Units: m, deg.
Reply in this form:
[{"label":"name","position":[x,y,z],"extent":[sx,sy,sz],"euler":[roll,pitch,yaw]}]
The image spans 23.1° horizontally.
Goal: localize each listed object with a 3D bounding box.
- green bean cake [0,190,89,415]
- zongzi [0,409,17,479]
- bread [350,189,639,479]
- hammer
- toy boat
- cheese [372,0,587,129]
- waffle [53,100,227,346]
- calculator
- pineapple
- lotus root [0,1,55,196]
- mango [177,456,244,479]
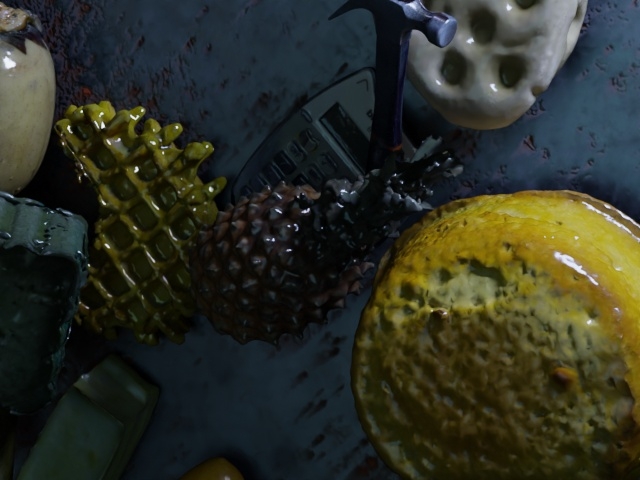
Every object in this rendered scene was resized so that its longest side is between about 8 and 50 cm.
[{"label":"green bean cake","position":[-0.400,0.070,1.809],"extent":[0.241,0.132,0.255],"euler":[9,119,-13]},{"label":"zongzi","position":[-0.396,0.193,1.936],"extent":[0.204,0.094,0.205],"euler":[48,116,36]},{"label":"bread","position":[0.208,0.126,1.627],"extent":[0.358,0.204,0.337],"euler":[-7,105,23]},{"label":"hammer","position":[0.065,-0.133,1.613],"extent":[0.137,0.037,0.290],"euler":[33,139,28]},{"label":"toy boat","position":[-0.303,0.273,1.948],"extent":[0.111,0.084,0.276],"euler":[36,113,9]},{"label":"cheese","position":[0.169,-0.233,1.602],"extent":[0.218,0.117,0.235],"euler":[-11,97,24]},{"label":"waffle","position":[-0.226,-0.009,1.855],"extent":[0.259,0.069,0.293],"euler":[18,110,20]},{"label":"calculator","position":[0.011,-0.063,1.754],"extent":[0.268,0.040,0.177],"euler":[-40,85,27]},{"label":"pineapple","position":[0.000,0.000,1.622],"extent":[0.361,0.175,0.175],"euler":[-27,91,53]},{"label":"lotus root","position":[-0.408,-0.128,1.856],"extent":[0.182,0.183,0.310],"euler":[19,116,18]},{"label":"mango","position":[-0.136,0.368,1.889],"extent":[0.144,0.112,0.219],"euler":[7,94,22]}]
